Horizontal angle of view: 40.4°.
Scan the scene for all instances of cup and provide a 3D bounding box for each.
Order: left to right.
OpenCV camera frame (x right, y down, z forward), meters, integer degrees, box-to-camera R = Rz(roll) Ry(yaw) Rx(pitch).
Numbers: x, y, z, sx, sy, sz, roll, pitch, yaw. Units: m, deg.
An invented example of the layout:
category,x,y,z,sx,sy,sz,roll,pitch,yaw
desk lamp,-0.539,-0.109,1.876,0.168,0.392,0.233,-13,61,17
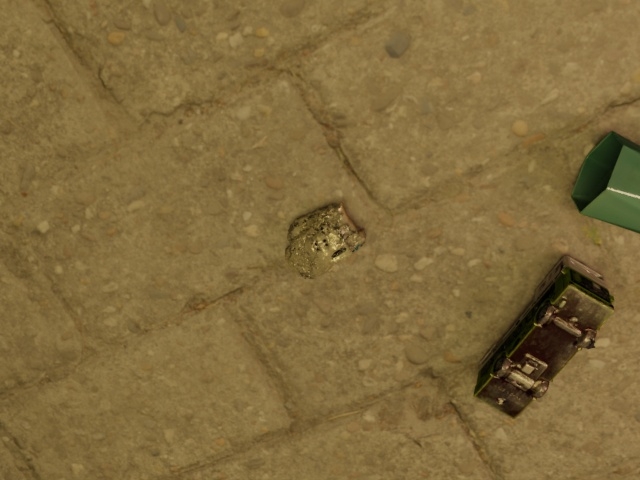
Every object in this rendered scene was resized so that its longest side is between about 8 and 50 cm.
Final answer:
category,x,y,z,sx,sy,sz,roll,pitch,yaw
cup,0.553,-0.071,1.430,0.236,0.134,0.148,21,88,-8

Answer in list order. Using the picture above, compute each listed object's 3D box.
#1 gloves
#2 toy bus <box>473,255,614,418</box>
category,x,y,z,sx,sy,sz,roll,pitch,yaw
gloves,0.000,0.002,1.585,0.153,0.070,0.114,-34,103,23
toy bus,0.393,0.175,1.554,0.113,0.139,0.301,30,122,-2
